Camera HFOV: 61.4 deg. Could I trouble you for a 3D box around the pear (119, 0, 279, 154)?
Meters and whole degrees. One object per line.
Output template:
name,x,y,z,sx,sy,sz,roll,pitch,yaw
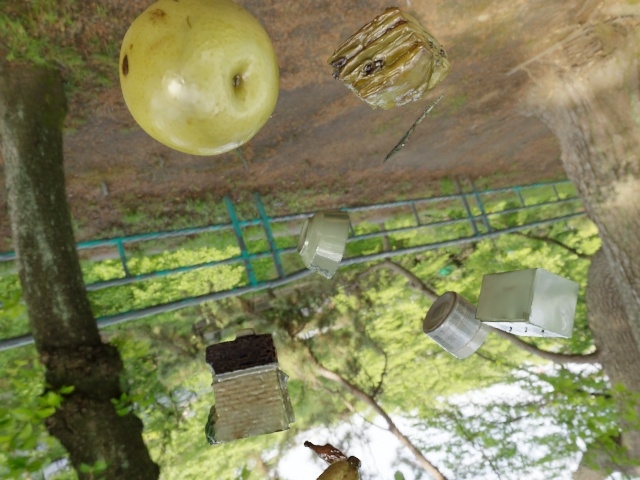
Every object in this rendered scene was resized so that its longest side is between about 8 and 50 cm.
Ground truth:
pear,-0.256,-0.352,1.154,0.348,0.349,0.348,-19,170,-4

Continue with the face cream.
face cream,0.446,0.276,1.784,0.177,0.152,0.177,-53,-174,8

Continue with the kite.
kite,0.333,-0.408,1.986,0.368,0.014,0.406,-48,-175,41

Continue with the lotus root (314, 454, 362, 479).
lotus root,0.017,0.426,0.903,0.151,0.072,0.063,-32,169,-35

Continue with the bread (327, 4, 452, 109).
bread,0.238,-0.535,1.714,0.314,0.192,0.370,-34,151,23

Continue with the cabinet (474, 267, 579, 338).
cabinet,0.542,0.171,1.434,0.144,0.150,0.206,20,165,-19

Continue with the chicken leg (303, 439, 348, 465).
chicken leg,0.028,0.680,1.697,0.053,0.205,0.093,-42,149,-27

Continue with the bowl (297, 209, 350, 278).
bowl,0.000,0.000,1.576,0.112,0.212,0.211,14,161,-11

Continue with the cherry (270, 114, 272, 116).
cherry,-0.157,-0.434,1.387,0.115,0.148,0.188,-19,158,33

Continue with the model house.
model house,-0.201,0.392,1.489,0.243,0.285,0.298,-6,167,-8
